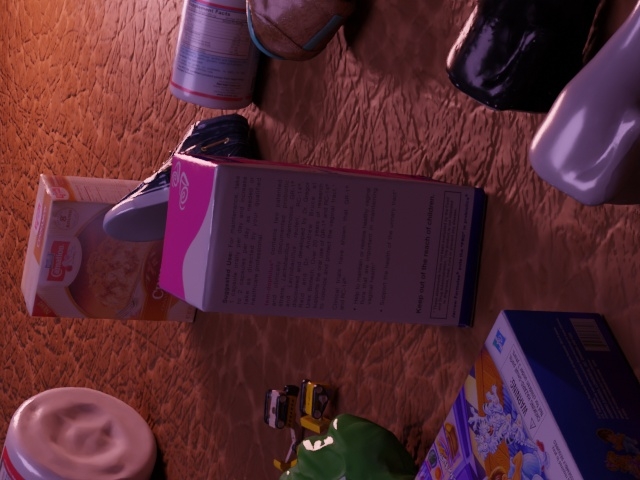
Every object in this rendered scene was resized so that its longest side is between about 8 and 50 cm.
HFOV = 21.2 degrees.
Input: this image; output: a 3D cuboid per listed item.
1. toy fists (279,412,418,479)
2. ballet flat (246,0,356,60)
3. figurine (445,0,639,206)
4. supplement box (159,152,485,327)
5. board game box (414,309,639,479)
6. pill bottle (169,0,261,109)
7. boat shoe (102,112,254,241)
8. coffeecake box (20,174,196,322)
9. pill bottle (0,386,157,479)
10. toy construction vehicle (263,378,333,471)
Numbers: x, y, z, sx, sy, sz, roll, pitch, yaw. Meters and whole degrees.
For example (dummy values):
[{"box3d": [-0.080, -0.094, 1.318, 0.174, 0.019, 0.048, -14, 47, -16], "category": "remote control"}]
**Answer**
[{"box3d": [0.019, 0.279, 1.390, 0.142, 0.096, 0.279, 28, 114, 48], "category": "toy fists"}, {"box3d": [-0.020, -0.333, 1.566, 0.124, 0.116, 0.342, -24, 63, 42], "category": "ballet flat"}, {"box3d": [0.181, -0.154, 1.087, 0.215, 0.092, 0.209, 57, 134, 53], "category": "figurine"}, {"box3d": [0.000, 0.000, 1.308, 0.111, 0.220, 0.113, -161, 75, -66], "category": "supplement box"}, {"box3d": [0.162, 0.247, 1.077, 0.347, 0.078, 0.233, -111, 33, -44], "category": "board game box"}, {"box3d": [-0.099, -0.219, 1.741, 0.087, 0.087, 0.160, -136, 54, -61], "category": "pill bottle"}, {"box3d": [-0.146, -0.064, 1.785, 0.183, 0.065, 0.083, -22, 52, 21], "category": "boat shoe"}, {"box3d": [-0.221, 0.010, 1.868, 0.068, 0.186, 0.142, -124, 43, -55], "category": "coffeecake box"}, {"box3d": [-0.314, 0.346, 2.054, 0.176, 0.176, 0.318, -114, 35, -47], "category": "pill bottle"}, {"box3d": [-0.015, 0.171, 1.569, 0.086, 0.035, 0.098, 12, 101, 56], "category": "toy construction vehicle"}]
